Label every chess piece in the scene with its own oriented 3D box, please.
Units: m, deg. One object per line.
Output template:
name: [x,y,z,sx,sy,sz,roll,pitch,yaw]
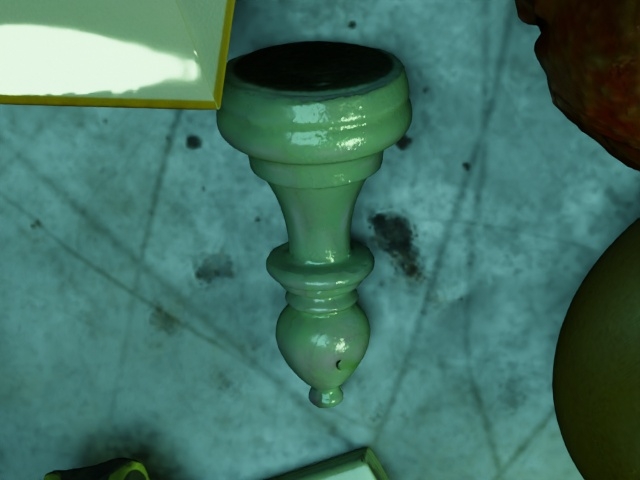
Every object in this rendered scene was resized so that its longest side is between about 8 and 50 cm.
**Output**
chess piece: [0.000,0.000,1.363,0.139,0.139,0.271,1,115,9]

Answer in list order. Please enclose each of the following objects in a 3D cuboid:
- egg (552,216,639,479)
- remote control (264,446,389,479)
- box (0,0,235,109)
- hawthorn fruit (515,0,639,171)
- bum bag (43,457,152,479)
egg: [0.324,0.080,1.231,0.351,0.282,0.282,-20,99,23]
remote control: [-0.049,0.239,1.456,0.233,0.038,0.098,-20,99,12]
box: [-0.217,-0.232,1.218,0.283,0.214,0.259,0,107,-34]
hawthorn fruit: [0.251,-0.185,1.188,0.300,0.275,0.275,-28,98,-16]
bum bag: [-0.122,0.255,1.419,0.107,0.060,0.232,-44,95,5]
